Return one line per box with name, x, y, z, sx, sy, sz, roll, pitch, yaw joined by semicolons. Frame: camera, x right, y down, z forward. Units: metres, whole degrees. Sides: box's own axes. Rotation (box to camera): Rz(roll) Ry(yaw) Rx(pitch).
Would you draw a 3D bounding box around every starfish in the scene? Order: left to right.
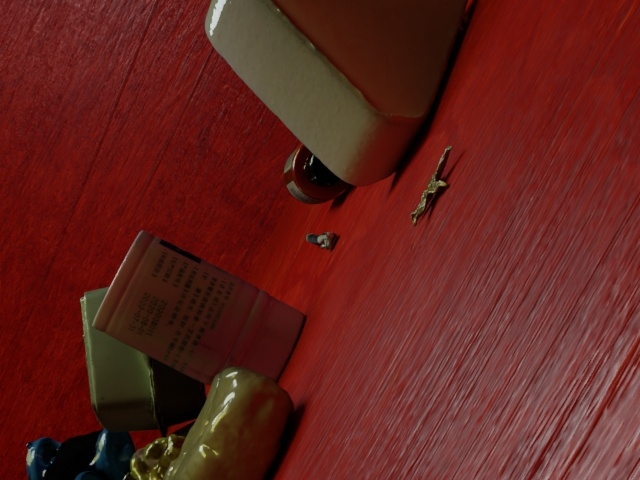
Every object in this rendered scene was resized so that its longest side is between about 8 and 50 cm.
starfish;0.107;-0.053;1.285;0.086;0.016;0.092;-76;8;-63

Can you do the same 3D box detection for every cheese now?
cheese;-0.100;0.225;1.515;0.263;0.093;0.159;144;150;-76

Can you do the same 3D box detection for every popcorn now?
popcorn;-0.193;0.328;1.833;0.145;0.126;0.126;-42;40;29

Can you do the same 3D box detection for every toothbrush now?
toothbrush;0.000;0.000;2.088;0.288;0.024;0.026;-175;99;-84

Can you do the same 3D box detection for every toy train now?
toy train;-0.379;0.461;2.187;0.188;0.265;0.300;-15;23;16

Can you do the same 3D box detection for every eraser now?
eraser;0.010;-0.260;1.704;0.150;0.331;0.331;-58;7;49

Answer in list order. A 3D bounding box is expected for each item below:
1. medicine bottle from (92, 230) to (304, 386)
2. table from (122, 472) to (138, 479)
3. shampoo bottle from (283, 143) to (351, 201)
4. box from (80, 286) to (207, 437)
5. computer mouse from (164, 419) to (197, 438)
medicine bottle;-0.165;0.108;1.852;0.152;0.254;0.152;-62;6;10
table;-0.208;0.327;1.598;0.079;0.083;0.062;-63;2;-9
shampoo bottle;0.000;-0.114;2.203;0.104;0.104;0.278;-63;5;-3
box;-0.262;0.179;2.044;0.290;0.166;0.221;102;161;-75
computer mouse;-0.233;0.361;2.077;0.288;0.097;0.159;120;172;-54
